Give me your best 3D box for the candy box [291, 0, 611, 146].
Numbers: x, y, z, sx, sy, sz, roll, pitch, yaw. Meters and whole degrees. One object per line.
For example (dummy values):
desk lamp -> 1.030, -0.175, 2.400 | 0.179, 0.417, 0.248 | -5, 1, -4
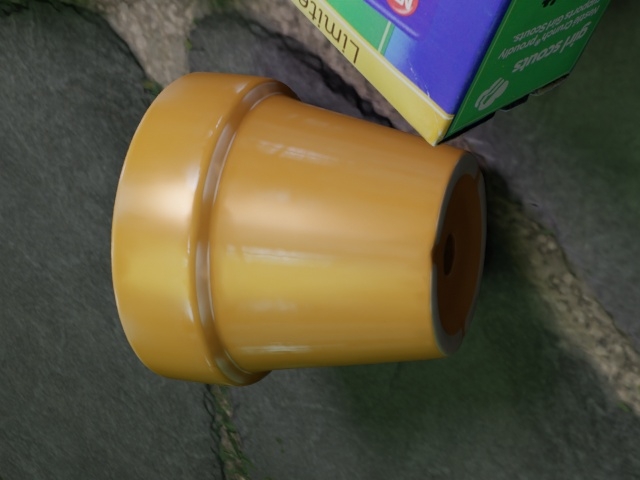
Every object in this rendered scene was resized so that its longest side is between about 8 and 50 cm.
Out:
candy box -> 0.051, -0.251, 0.541 | 0.268, 0.122, 0.317 | 47, 143, 23

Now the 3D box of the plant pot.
plant pot -> 0.000, 0.000, 0.781 | 0.188, 0.205, 0.205 | 7, 126, 22
